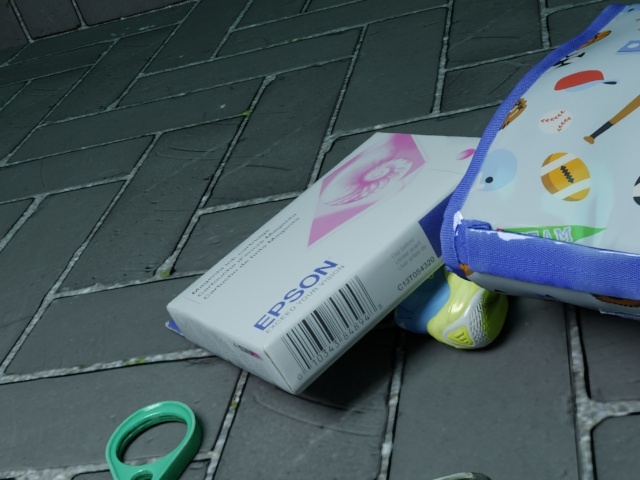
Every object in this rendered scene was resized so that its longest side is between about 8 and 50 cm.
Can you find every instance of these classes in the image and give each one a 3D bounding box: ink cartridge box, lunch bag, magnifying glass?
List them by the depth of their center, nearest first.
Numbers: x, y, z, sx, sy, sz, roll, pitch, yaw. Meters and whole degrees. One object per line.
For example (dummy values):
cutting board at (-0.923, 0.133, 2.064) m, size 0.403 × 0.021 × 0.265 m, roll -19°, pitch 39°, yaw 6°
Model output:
lunch bag at (0.331, -0.049, 0.838) m, size 0.327 × 0.239 × 0.385 m, roll 9°, pitch 32°, yaw 38°
magnifying glass at (-0.162, 0.225, 0.868) m, size 0.092 × 0.026 × 0.231 m, roll -14°, pitch 30°, yaw 9°
ink cartridge box at (0.000, 0.000, 1.019) m, size 0.324 × 0.071 × 0.330 m, roll -41°, pitch 25°, yaw -20°

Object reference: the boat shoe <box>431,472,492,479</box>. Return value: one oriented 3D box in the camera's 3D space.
boat shoe at (0.034, 0.227, 0.702) m, size 0.219 × 0.078 × 0.070 m, roll -14°, pitch 29°, yaw -7°

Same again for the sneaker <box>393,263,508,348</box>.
sneaker at (0.145, 0.012, 0.987) m, size 0.126 × 0.091 × 0.240 m, roll 0°, pitch 35°, yaw 32°
